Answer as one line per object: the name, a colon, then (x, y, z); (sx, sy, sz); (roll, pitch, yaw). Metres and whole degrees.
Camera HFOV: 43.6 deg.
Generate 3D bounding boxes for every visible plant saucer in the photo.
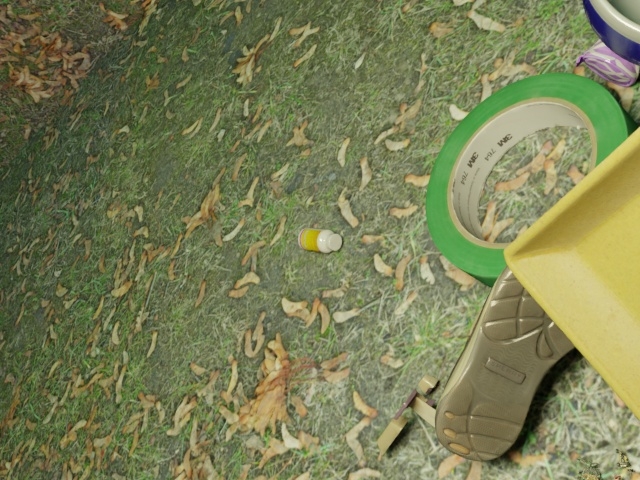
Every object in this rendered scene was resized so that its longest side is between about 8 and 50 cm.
plant saucer: (0.386, 0.053, 0.791); (0.333, 0.081, 0.332); (51, 150, 11)

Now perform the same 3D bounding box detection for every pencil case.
pencil case: (0.454, -0.320, 1.129); (0.088, 0.086, 0.206); (31, 90, 14)

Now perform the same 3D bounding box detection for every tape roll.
tape roll: (0.303, -0.084, 1.157); (0.321, 0.077, 0.321); (-26, 50, 36)

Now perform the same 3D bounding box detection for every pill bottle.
pill bottle: (0.000, 0.000, 1.455); (0.083, 0.043, 0.043); (7, 72, 49)

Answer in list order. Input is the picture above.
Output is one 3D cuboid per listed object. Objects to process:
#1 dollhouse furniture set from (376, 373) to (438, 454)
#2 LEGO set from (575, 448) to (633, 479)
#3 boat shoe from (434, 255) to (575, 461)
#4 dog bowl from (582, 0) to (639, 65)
dollhouse furniture set: (0.146, 0.272, 1.159); (0.081, 0.091, 0.114); (36, 124, 12)
LEGO set: (0.330, 0.282, 0.949); (0.083, 0.023, 0.054); (-20, 55, 22)
boat shoe: (0.251, 0.109, 1.025); (0.355, 0.132, 0.130); (-59, 2, 13)
dog bowl: (0.472, -0.356, 1.029); (0.265, 0.104, 0.265); (-3, 77, 16)
